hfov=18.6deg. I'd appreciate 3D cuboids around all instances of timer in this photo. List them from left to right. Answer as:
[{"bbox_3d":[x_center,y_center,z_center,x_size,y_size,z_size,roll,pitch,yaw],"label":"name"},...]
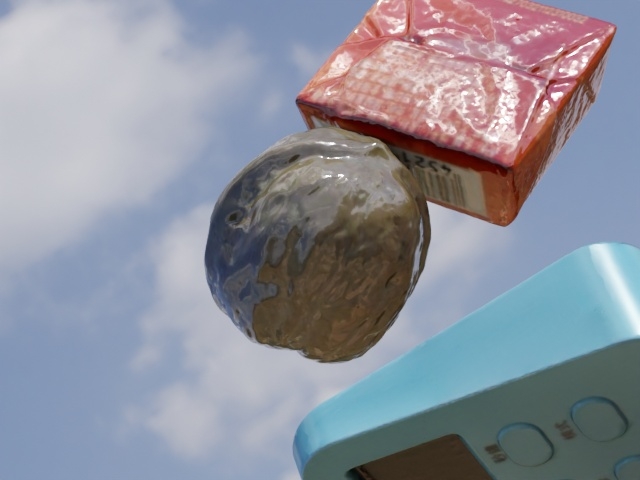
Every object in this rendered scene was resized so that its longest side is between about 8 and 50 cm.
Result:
[{"bbox_3d":[0.136,0.144,1.174,0.250,0.091,0.232,-30,-52,14],"label":"timer"}]

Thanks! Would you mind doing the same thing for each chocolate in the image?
[{"bbox_3d":[0.135,-0.140,1.895,0.235,0.237,0.108,-53,-30,-36],"label":"chocolate"}]

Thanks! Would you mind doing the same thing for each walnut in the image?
[{"bbox_3d":[0.000,0.000,1.787,0.224,0.224,0.224,-28,-21,-12],"label":"walnut"}]
